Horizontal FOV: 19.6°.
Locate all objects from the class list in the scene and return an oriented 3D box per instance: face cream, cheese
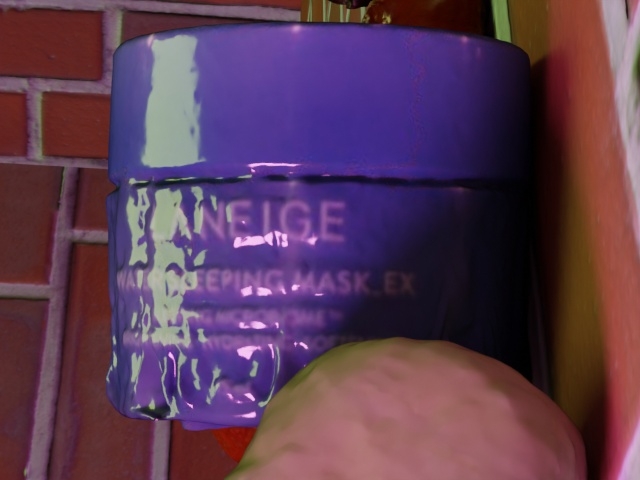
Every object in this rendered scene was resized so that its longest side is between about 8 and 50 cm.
[{"bbox_3d":[0.000,0.000,1.079,0.249,0.249,0.225,149,120,-85],"label":"face cream"},{"bbox_3d":[0.036,0.169,0.911,0.251,0.173,0.248,16,-85,-67],"label":"cheese"}]

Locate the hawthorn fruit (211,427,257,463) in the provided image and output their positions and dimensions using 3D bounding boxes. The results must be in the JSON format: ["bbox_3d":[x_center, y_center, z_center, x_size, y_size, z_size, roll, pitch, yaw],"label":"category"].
[{"bbox_3d":[-0.004,0.099,1.459,0.253,0.205,0.205,72,-160,-78],"label":"hawthorn fruit"}]

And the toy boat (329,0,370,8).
[{"bbox_3d":[0.021,-0.334,1.798,0.309,0.129,0.142,-92,-7,-59],"label":"toy boat"}]

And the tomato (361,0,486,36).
[{"bbox_3d":[0.060,-0.088,1.334,0.228,0.101,0.228,-174,90,-84],"label":"tomato"}]
